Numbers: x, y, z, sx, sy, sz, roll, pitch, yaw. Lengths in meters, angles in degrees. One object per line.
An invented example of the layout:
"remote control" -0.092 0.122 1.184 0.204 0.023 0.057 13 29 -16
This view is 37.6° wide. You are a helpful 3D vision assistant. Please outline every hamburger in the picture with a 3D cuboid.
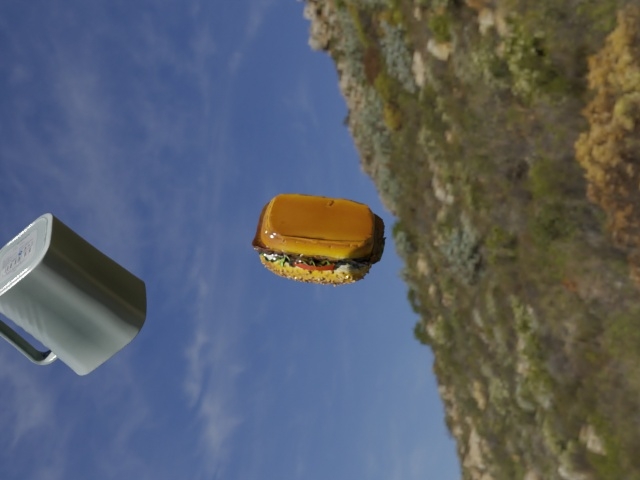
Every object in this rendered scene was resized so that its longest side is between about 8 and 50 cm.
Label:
"hamburger" 0.000 0.000 1.202 0.137 0.166 0.087 -76 -7 -53

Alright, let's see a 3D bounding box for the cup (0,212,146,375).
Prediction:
"cup" -0.252 0.060 0.900 0.129 0.128 0.095 45 -163 -32
